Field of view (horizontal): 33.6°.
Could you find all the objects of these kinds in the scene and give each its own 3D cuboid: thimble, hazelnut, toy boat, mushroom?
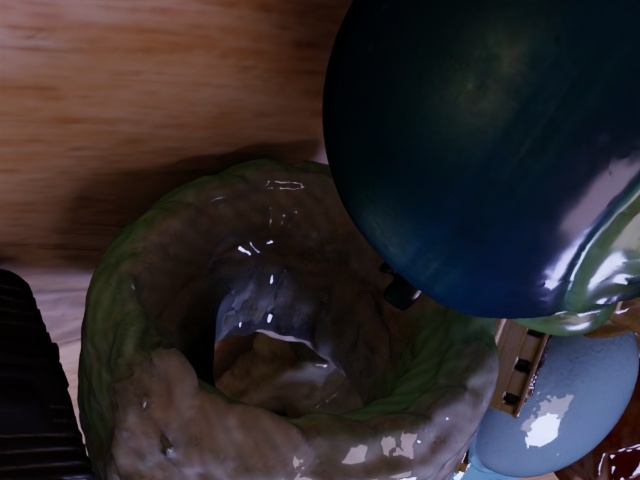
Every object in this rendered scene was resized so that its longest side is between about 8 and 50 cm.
[{"bbox_3d":[-0.023,0.072,0.570,0.219,0.219,0.150,-13,143,-28],"label":"thimble"},{"bbox_3d":[0.379,0.239,1.363,0.170,0.161,0.202,-14,146,-31],"label":"hazelnut"},{"bbox_3d":[0.146,0.105,0.898,0.057,0.077,0.201,-52,161,-73],"label":"toy boat"},{"bbox_3d":[0.017,0.161,0.829,0.217,0.212,0.292,-4,137,-38],"label":"mushroom"}]

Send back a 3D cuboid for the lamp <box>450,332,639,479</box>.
[{"bbox_3d":[0.198,0.153,1.029,0.209,0.147,0.284,7,138,-43],"label":"lamp"}]

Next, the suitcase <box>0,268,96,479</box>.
[{"bbox_3d":[-0.291,0.100,0.451,0.229,0.152,0.335,-37,156,22],"label":"suitcase"}]

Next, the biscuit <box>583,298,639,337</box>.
[{"bbox_3d":[0.288,-0.013,0.743,0.331,0.103,0.332,0,156,0],"label":"biscuit"}]

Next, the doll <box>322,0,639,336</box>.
[{"bbox_3d":[0.119,-0.093,0.459,0.322,0.186,0.198,-57,178,17],"label":"doll"}]
